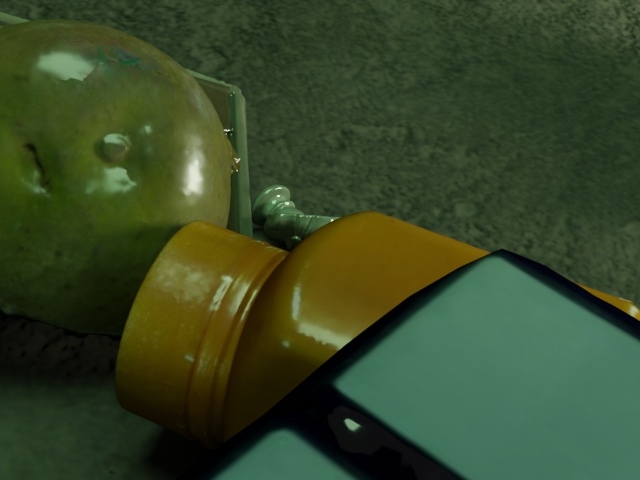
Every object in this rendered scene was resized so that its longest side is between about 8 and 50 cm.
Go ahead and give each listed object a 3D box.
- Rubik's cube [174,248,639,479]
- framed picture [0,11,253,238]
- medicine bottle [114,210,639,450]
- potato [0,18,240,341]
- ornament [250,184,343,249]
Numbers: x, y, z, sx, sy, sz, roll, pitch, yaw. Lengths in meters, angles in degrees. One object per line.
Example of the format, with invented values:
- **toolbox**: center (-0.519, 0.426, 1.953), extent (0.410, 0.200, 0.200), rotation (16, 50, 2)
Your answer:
- **Rubik's cube**: center (0.053, 0.220, 0.358), extent (0.283, 0.288, 0.293), rotation (29, 42, 24)
- **framed picture**: center (-0.158, -0.060, 0.768), extent (0.260, 0.023, 0.189), rotation (15, 43, -24)
- **medicine bottle**: center (0.025, 0.073, 0.627), extent (0.222, 0.149, 0.112), rotation (20, 41, 14)
- **potato**: center (-0.126, -0.055, 0.690), extent (0.202, 0.117, 0.182), rotation (30, 45, -10)
- **ornament**: center (-0.003, -0.002, 0.797), extent (0.068, 0.041, 0.092), rotation (17, 22, -26)
